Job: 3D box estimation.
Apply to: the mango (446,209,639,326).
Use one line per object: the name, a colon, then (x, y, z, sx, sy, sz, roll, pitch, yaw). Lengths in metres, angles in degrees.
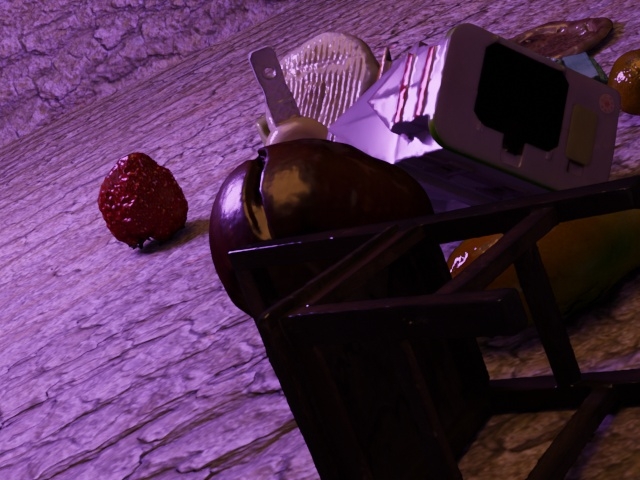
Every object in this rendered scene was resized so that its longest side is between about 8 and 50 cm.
mango: (0.224, 0.013, 1.223, 0.233, 0.111, 0.125, -14, 30, -11)

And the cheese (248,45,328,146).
cheese: (-0.035, -0.135, 1.743, 0.127, 0.251, 0.054, -23, 13, -2)

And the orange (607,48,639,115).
orange: (0.401, -0.197, 1.644, 0.085, 0.085, 0.095, -25, 12, -5)

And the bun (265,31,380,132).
bun: (0.020, -0.203, 2.035, 0.220, 0.220, 0.134, -11, -20, 34)

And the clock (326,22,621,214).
clock: (0.145, -0.124, 1.510, 0.309, 0.235, 0.166, -12, 63, 59)

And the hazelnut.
hazelnut: (0.000, 0.000, 1.373, 0.234, 0.218, 0.218, 13, 18, -5)

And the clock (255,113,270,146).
clock: (0.015, -0.215, 2.216, 0.232, 0.069, 0.170, -3, 27, 49)

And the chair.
chair: (0.046, 0.101, 1.035, 0.416, 0.203, 0.240, -10, 19, 39)

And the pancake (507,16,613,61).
pancake: (0.363, -0.307, 2.109, 0.212, 0.029, 0.235, -17, 20, 16)

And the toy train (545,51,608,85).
toy train: (0.339, -0.208, 1.788, 0.099, 0.070, 0.172, -10, 20, 7)

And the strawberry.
strawberry: (-0.274, -0.063, 2.009, 0.131, 0.148, 0.131, -22, 16, 7)
